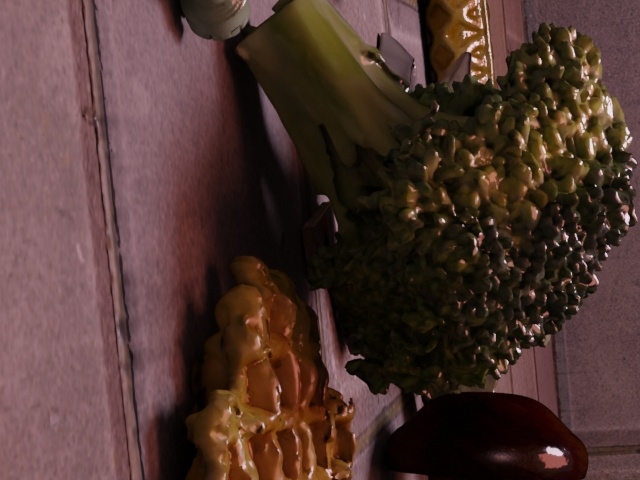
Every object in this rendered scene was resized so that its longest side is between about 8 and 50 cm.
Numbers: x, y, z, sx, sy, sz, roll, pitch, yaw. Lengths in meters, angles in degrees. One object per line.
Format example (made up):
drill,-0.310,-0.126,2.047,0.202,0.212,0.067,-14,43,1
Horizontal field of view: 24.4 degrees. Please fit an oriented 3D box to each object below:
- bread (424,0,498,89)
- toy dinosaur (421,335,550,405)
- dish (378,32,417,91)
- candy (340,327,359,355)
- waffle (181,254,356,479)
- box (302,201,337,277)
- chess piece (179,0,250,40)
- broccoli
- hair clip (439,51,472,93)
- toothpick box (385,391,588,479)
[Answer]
bread,0.174,-0.294,1.890,0.087,0.098,0.269,6,-76,60
toy dinosaur,0.165,0.172,1.555,0.077,0.162,0.294,-50,140,-41
dish,0.082,-0.163,1.556,0.091,0.039,0.137,70,21,-47
candy,0.066,-0.006,1.385,0.312,0.061,0.088,-71,151,-60
waffle,-0.027,0.178,0.935,0.307,0.060,0.312,70,22,-50
box,0.000,0.000,1.208,0.083,0.012,0.046,-53,137,-71
chess piece,-0.068,-0.161,0.881,0.103,0.067,0.067,74,15,-68
broccoli,0.097,-0.057,1.070,0.375,0.249,0.302,-76,152,-73
hair clip,0.137,-0.042,1.630,0.172,0.113,0.282,67,17,-54
toothpick box,0.152,0.290,1.397,0.192,0.192,0.294,29,63,-74
